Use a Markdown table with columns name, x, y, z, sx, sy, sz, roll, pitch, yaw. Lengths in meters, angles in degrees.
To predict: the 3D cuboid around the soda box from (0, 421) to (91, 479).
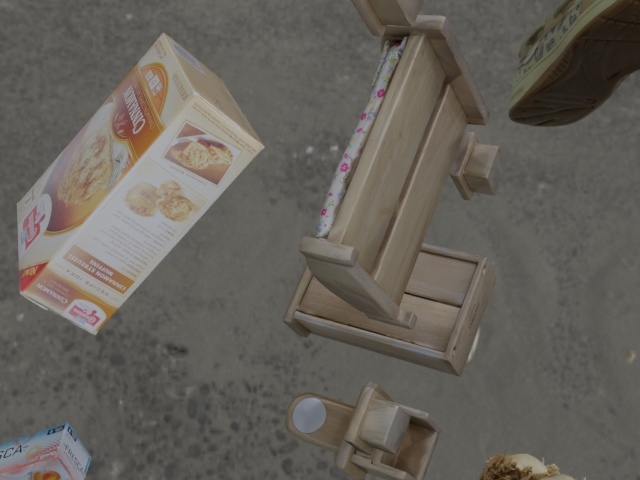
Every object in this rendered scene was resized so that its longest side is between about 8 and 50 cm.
| name | x | y | z | sx | sy | sz | roll | pitch | yaw |
| --- | --- | --- | --- | --- | --- | --- | --- | --- | --- |
| soda box | -0.356 | 0.269 | 1.029 | 0.183 | 0.058 | 0.063 | -19 | 27 | 10 |

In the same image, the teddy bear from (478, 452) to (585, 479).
| name | x | y | z | sx | sy | sz | roll | pitch | yaw |
| --- | --- | --- | --- | --- | --- | --- | --- | --- | --- |
| teddy bear | 0.175 | 0.379 | 1.073 | 0.338 | 0.113 | 0.245 | -42 | 16 | -26 |

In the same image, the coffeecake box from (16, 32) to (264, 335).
| name | x | y | z | sx | sy | sz | roll | pitch | yaw |
| --- | --- | --- | --- | --- | --- | --- | --- | --- | --- |
| coffeecake box | -0.141 | -0.046 | 0.680 | 0.068 | 0.185 | 0.142 | 37 | 11 | -32 |

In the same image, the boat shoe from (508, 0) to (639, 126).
| name | x | y | z | sx | sy | sz | roll | pitch | yaw |
| --- | --- | --- | --- | --- | --- | --- | --- | --- | --- |
| boat shoe | 0.242 | -0.189 | 0.779 | 0.104 | 0.285 | 0.089 | 7 | 71 | -19 |

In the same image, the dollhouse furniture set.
| name | x | y | z | sx | sy | sz | roll | pitch | yaw |
| --- | --- | --- | --- | --- | --- | --- | --- | --- | --- |
| dollhouse furniture set | 0.000 | 0.000 | 0.726 | 0.174 | 0.355 | 0.303 | 12 | 70 | 30 |
